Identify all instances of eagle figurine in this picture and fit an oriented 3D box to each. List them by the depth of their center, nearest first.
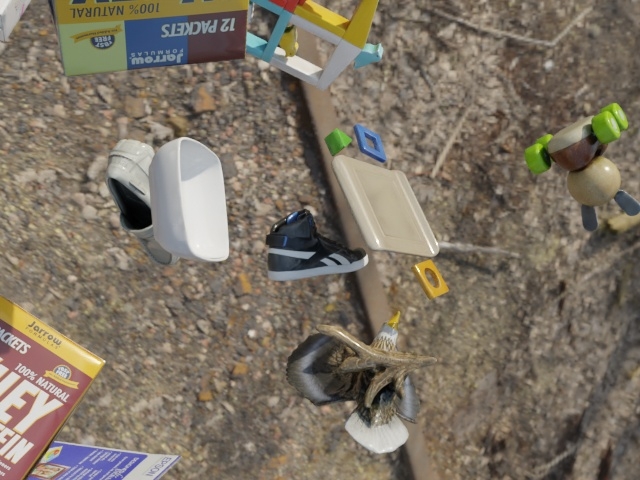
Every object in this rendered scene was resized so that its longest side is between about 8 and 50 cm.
[{"bbox_3d":[0.083,0.221,1.296,0.225,0.298,0.226,-31,82,-19],"label":"eagle figurine"}]

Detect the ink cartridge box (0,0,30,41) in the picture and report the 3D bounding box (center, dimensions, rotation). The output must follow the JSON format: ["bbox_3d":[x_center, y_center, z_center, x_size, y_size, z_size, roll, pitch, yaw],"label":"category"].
[{"bbox_3d":[-0.510,-0.390,1.198,0.092,0.090,0.143,26,70,-10],"label":"ink cartridge box"}]

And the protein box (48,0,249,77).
[{"bbox_3d":[-0.140,-0.261,0.552,0.136,0.201,0.200,-11,141,-18],"label":"protein box"}]

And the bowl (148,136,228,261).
[{"bbox_3d":[-0.158,-0.042,0.910,0.142,0.053,0.142,24,59,-77],"label":"bowl"}]

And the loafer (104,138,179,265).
[{"bbox_3d":[-0.346,-0.051,1.497,0.319,0.112,0.111,78,28,-47],"label":"loafer"}]

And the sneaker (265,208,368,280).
[{"bbox_3d":[0.000,0.000,1.401,0.217,0.079,0.121,-9,100,-37],"label":"sneaker"}]

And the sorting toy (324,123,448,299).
[{"bbox_3d":[0.104,-0.048,1.309,0.196,0.047,0.348,5,56,-50],"label":"sorting toy"}]

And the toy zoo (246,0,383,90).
[{"bbox_3d":[-0.045,-0.321,1.049,0.293,0.192,0.030,24,49,-10],"label":"toy zoo"}]

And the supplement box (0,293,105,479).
[{"bbox_3d":[-0.339,0.187,0.782,0.129,0.194,0.191,35,58,-6],"label":"supplement box"}]

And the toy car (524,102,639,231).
[{"bbox_3d":[0.475,-0.115,1.344,0.149,0.155,0.188,-33,96,-54],"label":"toy car"}]

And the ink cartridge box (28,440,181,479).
[{"bbox_3d":[-0.441,0.449,1.317,0.303,0.307,0.072,-32,123,-67],"label":"ink cartridge box"}]
